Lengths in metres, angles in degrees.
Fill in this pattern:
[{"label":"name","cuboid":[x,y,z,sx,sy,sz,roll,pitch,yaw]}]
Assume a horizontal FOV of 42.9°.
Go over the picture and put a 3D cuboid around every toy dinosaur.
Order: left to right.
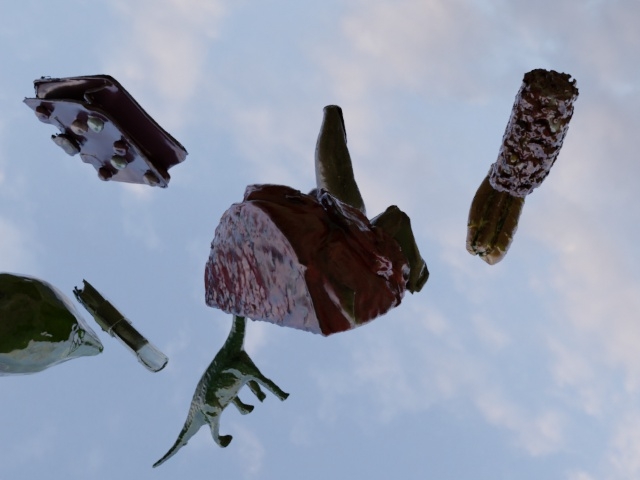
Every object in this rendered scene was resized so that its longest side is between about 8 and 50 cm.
[{"label":"toy dinosaur","cuboid":[-0.208,0.225,1.514,0.301,0.447,0.087,52,179,-23]}]

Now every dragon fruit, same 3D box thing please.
[{"label":"dragon fruit","cuboid":[0.000,0.000,0.931,0.205,0.317,0.152,-12,-84,-30]}]

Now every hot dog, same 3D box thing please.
[{"label":"hot dog","cuboid":[0.382,-0.072,1.763,0.115,0.072,0.269,20,-117,2]}]

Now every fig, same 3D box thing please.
[{"label":"fig","cuboid":[-0.441,0.121,1.219,0.233,0.167,0.167,-13,-124,-39]}]

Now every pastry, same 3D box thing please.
[{"label":"pastry","cuboid":[0.336,-0.165,1.287,0.097,0.209,0.115,22,-152,14]}]

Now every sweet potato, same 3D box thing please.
[{"label":"sweet potato","cuboid":[0.034,-0.142,1.711,0.112,0.085,0.286,-23,-81,-65]}]

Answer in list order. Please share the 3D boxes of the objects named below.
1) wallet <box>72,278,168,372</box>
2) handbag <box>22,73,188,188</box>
[{"label":"wallet","cuboid":[-0.300,0.129,1.212,0.155,0.110,0.039,39,-103,21]},{"label":"handbag","cuboid":[-0.339,-0.166,1.267,0.216,0.203,0.074,7,-121,39]}]
